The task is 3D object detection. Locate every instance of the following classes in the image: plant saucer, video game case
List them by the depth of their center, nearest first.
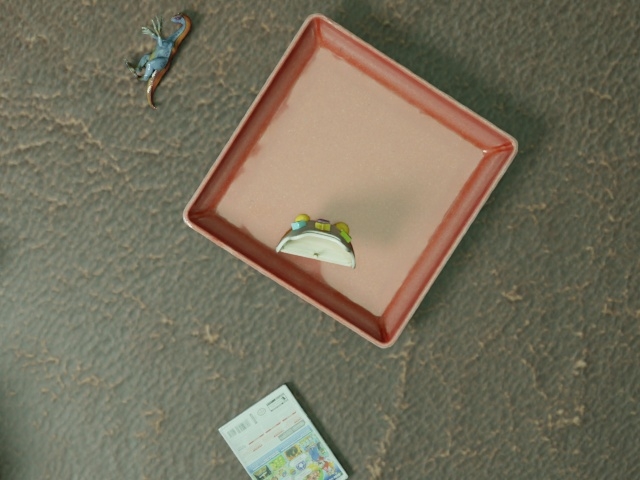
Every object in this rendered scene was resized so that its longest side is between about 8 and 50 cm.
[{"bbox_3d":[0.031,-0.062,1.087,0.258,0.048,0.259,33,91,-2],"label":"plant saucer"},{"bbox_3d":[-0.040,0.227,1.110,0.087,0.011,0.122,-34,92,-1],"label":"video game case"}]

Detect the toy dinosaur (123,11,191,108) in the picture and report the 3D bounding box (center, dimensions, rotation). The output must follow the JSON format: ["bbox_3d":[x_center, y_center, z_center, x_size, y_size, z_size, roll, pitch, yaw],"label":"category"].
[{"bbox_3d":[-0.166,-0.201,1.095,0.082,0.047,0.090,-30,125,-9],"label":"toy dinosaur"}]

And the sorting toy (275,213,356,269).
[{"bbox_3d":[0.000,0.000,1.026,0.083,0.075,0.044,13,91,-2],"label":"sorting toy"}]
